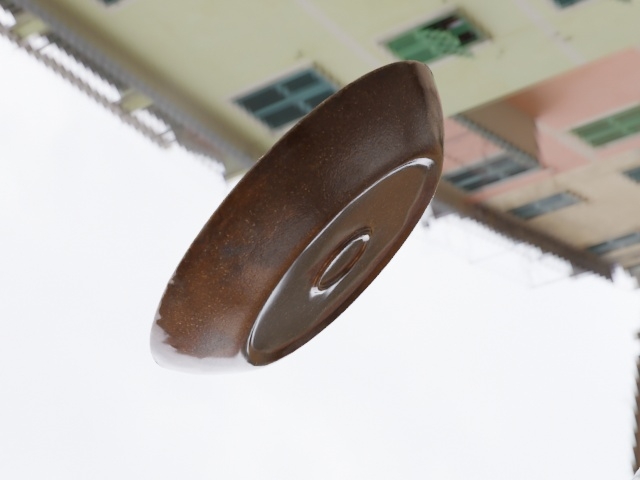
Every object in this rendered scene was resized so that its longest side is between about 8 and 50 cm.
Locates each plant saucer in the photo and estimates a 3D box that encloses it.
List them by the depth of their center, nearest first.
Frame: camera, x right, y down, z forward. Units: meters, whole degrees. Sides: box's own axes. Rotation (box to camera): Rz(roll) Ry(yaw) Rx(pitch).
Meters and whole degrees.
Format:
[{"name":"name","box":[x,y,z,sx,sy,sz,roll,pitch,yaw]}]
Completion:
[{"name":"plant saucer","box":[0.000,0.000,0.757,0.036,0.198,0.199,42,-148,16]}]

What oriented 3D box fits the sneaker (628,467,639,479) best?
[{"name":"sneaker","box":[0.163,0.124,0.590,0.146,0.122,0.330,33,-101,-13]}]
